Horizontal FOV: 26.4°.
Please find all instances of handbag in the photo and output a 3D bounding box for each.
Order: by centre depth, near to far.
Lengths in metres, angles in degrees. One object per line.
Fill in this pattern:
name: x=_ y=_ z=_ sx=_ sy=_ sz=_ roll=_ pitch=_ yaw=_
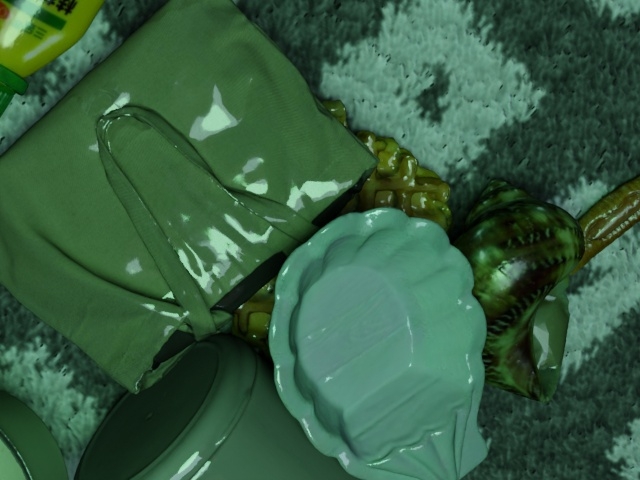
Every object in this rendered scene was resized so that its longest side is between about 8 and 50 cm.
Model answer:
handbag: x=-0.137 y=-0.046 z=1.151 sx=0.316 sy=0.109 sz=0.253 roll=-44 pitch=83 yaw=1

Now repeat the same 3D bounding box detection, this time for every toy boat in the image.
toy boat: x=0.046 y=0.097 z=1.176 sx=0.199 sy=0.100 sz=0.290 roll=-31 pitch=114 yaw=-16

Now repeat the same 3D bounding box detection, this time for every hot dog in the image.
hot dog: x=0.278 y=-0.019 z=1.317 sx=0.137 sy=0.028 sz=0.044 roll=-38 pitch=103 yaw=2

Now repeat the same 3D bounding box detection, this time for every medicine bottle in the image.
medicine bottle: x=-0.261 y=-0.171 z=1.137 sx=0.111 sy=0.076 sz=0.309 roll=30 pitch=99 yaw=-10

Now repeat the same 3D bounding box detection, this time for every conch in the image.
conch: x=0.177 y=0.042 z=1.269 sx=0.187 sy=0.124 sz=0.181 roll=38 pitch=74 yaw=-59

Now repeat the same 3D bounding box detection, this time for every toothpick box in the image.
toothpick box: x=-0.041 y=0.247 z=1.241 sx=0.229 sy=0.229 sz=0.316 roll=-44 pitch=111 yaw=3

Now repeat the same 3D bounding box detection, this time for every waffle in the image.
waffle: x=0.000 y=0.000 z=1.256 sx=0.238 sy=0.059 sz=0.243 roll=-47 pitch=112 yaw=1

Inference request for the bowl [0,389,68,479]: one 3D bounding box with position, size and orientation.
bowl: x=-0.307 y=0.215 z=1.198 sx=0.212 sy=0.112 sz=0.211 roll=5 pitch=104 yaw=19
